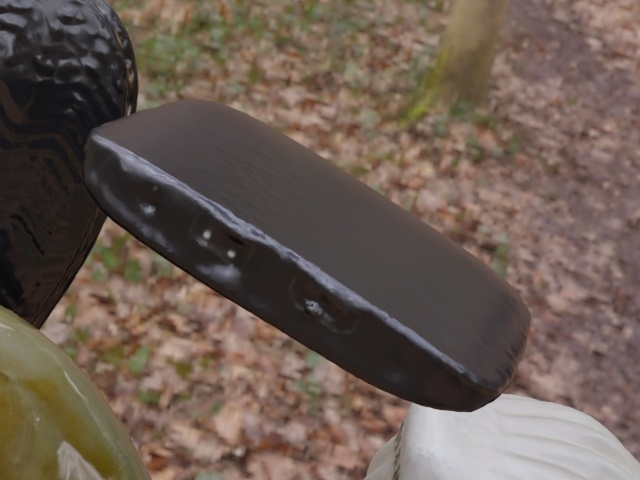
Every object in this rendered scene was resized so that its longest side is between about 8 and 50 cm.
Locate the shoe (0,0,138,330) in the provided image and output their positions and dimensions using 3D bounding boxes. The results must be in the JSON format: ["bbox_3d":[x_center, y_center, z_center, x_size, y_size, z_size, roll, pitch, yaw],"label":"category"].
[{"bbox_3d":[-0.261,-0.009,0.880,0.171,0.384,0.237,25,8,-29],"label":"shoe"}]

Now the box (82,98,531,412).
[{"bbox_3d":[0.000,0.000,0.659,0.212,0.042,0.201,31,16,7],"label":"box"}]

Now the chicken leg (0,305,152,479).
[{"bbox_3d":[-0.110,0.177,0.691,0.429,0.201,0.153,45,62,-3],"label":"chicken leg"}]

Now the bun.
[{"bbox_3d":[0.105,0.194,1.020,0.263,0.175,0.263,-25,23,11],"label":"bun"}]
